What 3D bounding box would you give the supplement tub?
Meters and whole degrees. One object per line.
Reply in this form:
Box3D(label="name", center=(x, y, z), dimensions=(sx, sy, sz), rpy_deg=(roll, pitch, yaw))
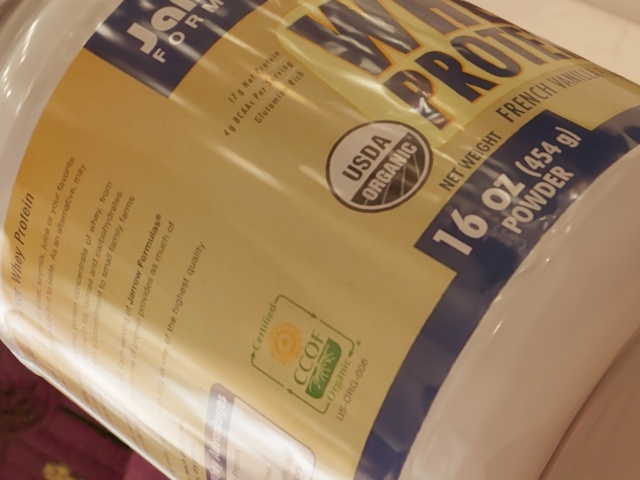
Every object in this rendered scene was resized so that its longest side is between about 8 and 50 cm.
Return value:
Box3D(label="supplement tub", center=(0.000, 0.000, 0.589), dimensions=(0.228, 0.316, 0.228), rpy_deg=(-37, -35, -32))
